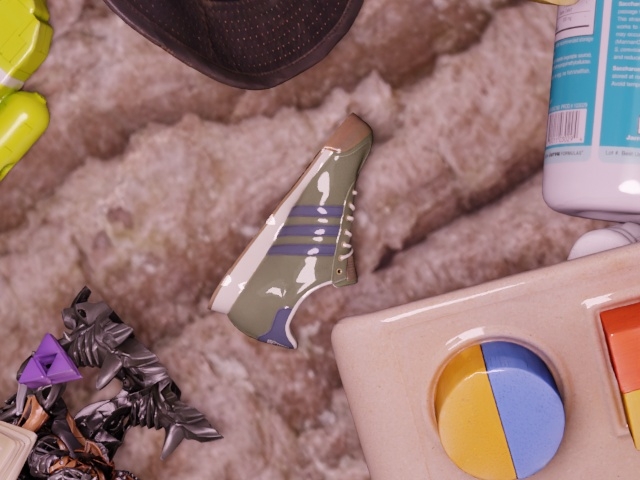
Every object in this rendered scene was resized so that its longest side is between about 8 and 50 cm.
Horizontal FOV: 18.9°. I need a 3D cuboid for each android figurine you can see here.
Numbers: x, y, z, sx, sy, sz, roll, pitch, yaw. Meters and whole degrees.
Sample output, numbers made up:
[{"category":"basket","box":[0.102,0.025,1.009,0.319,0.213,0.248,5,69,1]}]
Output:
[{"category":"android figurine","box":[-0.330,-0.154,1.567,0.248,0.056,0.273,41,93,9]}]

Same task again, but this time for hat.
[{"category":"hat","box":[-0.119,-0.265,1.490,0.134,0.331,0.331,-15,82,46]}]

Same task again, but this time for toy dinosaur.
[{"category":"toy dinosaur","box":[-0.211,0.157,1.460,0.218,0.164,0.322,-42,75,-7]}]

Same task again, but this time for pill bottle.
[{"category":"pill bottle","box":[0.248,-0.147,1.440,0.146,0.146,0.264,6,87,8]}]

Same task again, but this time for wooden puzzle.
[{"category":"wooden puzzle","box":[0.209,0.170,1.397,0.347,0.080,0.322,-13,110,9]}]

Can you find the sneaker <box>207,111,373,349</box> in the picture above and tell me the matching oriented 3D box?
[{"category":"sneaker","box":[0.000,0.000,1.510,0.086,0.064,0.192,37,92,1]}]

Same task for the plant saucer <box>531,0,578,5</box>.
[{"category":"plant saucer","box":[0.057,-0.341,1.451,0.332,0.081,0.333,16,66,-4]}]

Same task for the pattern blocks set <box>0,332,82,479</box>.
[{"category":"pattern blocks set","box":[-0.301,0.192,1.391,0.285,0.026,0.325,31,76,34]}]

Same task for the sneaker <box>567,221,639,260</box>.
[{"category":"sneaker","box":[0.208,0.083,1.467,0.080,0.094,0.212,31,115,21]}]
